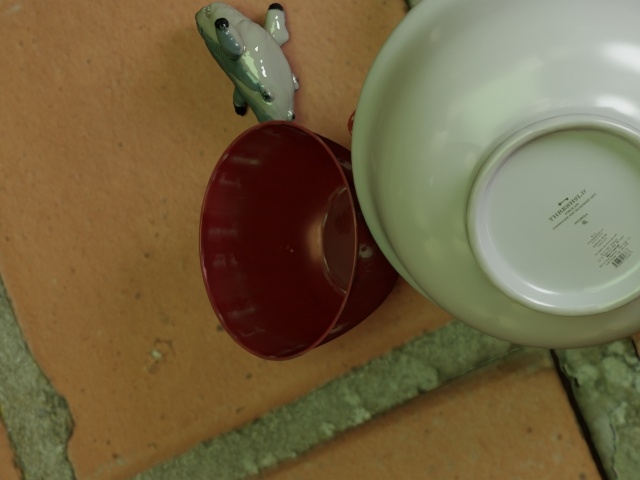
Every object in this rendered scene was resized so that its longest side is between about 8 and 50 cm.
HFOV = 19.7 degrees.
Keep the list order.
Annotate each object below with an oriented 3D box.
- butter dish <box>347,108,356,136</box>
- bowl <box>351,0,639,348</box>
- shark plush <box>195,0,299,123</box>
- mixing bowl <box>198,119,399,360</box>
[{"bbox_3d":[0.119,-0.106,1.368,0.160,0.118,0.160,-40,117,18],"label":"butter dish"},{"bbox_3d":[0.166,-0.039,1.252,0.297,0.134,0.298,1,114,2],"label":"bowl"},{"bbox_3d":[-0.047,-0.123,1.500,0.067,0.073,0.161,-22,102,45],"label":"shark plush"},{"bbox_3d":[0.000,0.000,1.422,0.181,0.098,0.182,0,90,48],"label":"mixing bowl"}]
